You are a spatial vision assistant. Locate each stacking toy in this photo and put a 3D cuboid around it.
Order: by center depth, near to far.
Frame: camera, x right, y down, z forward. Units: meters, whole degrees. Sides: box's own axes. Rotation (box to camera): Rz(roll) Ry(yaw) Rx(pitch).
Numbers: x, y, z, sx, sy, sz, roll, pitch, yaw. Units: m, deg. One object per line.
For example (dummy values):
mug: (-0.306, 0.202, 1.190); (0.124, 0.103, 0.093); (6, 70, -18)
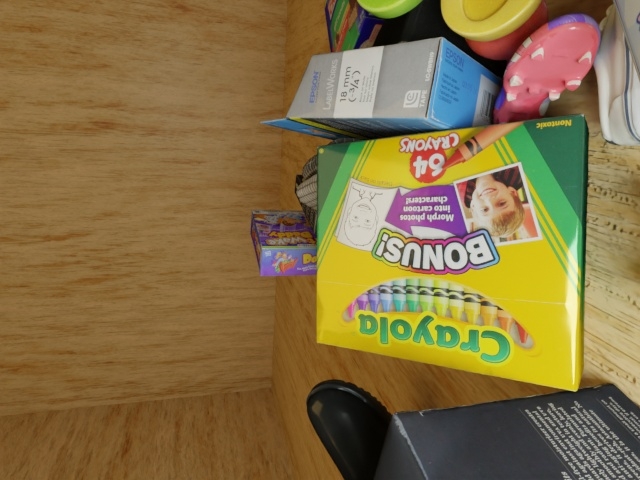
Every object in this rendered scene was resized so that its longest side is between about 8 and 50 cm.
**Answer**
stacking toy: (0.210, -0.403, 0.583); (0.279, 0.130, 0.309); (25, 99, 39)

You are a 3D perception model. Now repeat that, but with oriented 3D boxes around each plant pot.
plant pot: (0.201, -0.356, 0.740); (0.188, 0.187, 0.167); (-167, 91, -75)

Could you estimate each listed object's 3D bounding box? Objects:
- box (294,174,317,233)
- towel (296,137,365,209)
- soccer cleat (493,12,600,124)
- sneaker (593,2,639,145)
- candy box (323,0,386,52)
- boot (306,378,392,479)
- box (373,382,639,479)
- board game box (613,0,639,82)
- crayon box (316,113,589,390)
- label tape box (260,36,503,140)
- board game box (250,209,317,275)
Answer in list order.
box: (0.059, -0.104, 1.173); (0.270, 0.216, 0.060); (-115, 29, -58)
towel: (0.110, -0.108, 0.888); (0.235, 0.283, 0.121); (171, 114, -74)
soccer cleat: (0.269, -0.210, 0.536); (0.248, 0.083, 0.095); (43, -121, -74)
sneaker: (0.323, -0.223, 0.436); (0.091, 0.094, 0.258); (-160, 72, -76)
candy box: (0.110, -0.611, 1.148); (0.268, 0.122, 0.317); (126, 142, -66)
boot: (0.063, 0.472, 0.705); (0.146, 0.367, 0.445); (-47, -5, 20)
box: (0.214, 0.340, 0.476); (0.183, 0.294, 0.296); (-116, 28, -57)
board game box: (0.259, -0.283, 0.206); (0.319, 0.066, 0.318); (90, -177, -66)
crayon box: (0.167, 0.010, 0.615); (0.363, 0.106, 0.313); (1, 92, 35)
label tape box: (0.098, -0.226, 0.710); (0.333, 0.240, 0.106); (14, 100, 42)
board game box: (0.000, 0.000, 1.147); (0.233, 0.347, 0.078); (-119, 32, -59)
